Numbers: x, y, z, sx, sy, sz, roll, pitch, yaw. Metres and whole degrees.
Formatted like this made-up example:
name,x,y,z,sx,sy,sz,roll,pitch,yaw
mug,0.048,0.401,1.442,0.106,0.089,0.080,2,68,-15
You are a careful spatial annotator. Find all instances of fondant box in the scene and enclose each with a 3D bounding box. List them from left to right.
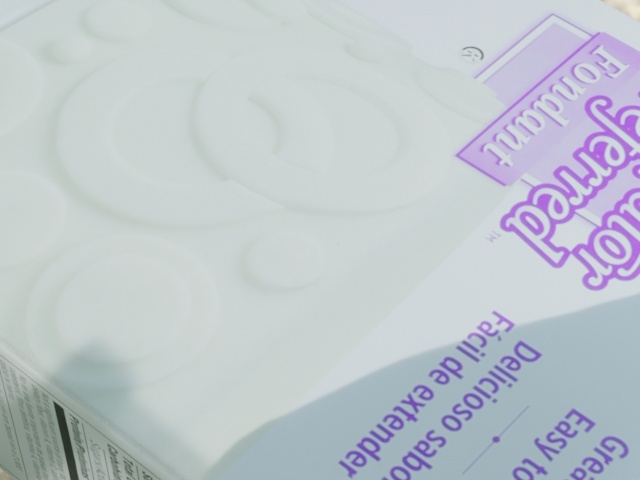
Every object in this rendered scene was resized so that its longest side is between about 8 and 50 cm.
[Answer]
name,x,y,z,sx,sy,sz,roll,pitch,yaw
fondant box,0.000,0.000,0.645,0.330,0.096,0.238,34,58,25
